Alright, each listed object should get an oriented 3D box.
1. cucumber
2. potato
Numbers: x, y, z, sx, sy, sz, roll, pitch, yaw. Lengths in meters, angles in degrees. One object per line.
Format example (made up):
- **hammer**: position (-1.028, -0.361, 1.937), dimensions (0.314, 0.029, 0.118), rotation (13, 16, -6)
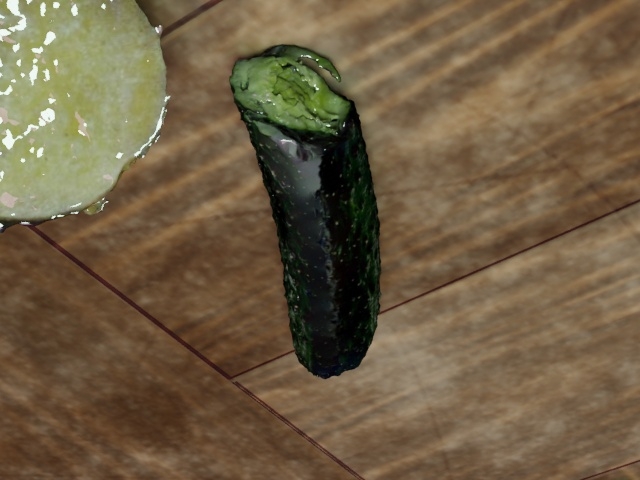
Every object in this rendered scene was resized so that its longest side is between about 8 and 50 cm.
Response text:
- **cucumber**: position (0.003, 0.000, 0.703), dimensions (0.067, 0.067, 0.245), rotation (-5, 140, 7)
- **potato**: position (-0.133, -0.101, 0.599), dimensions (0.100, 0.089, 0.172), rotation (-9, 108, -17)
